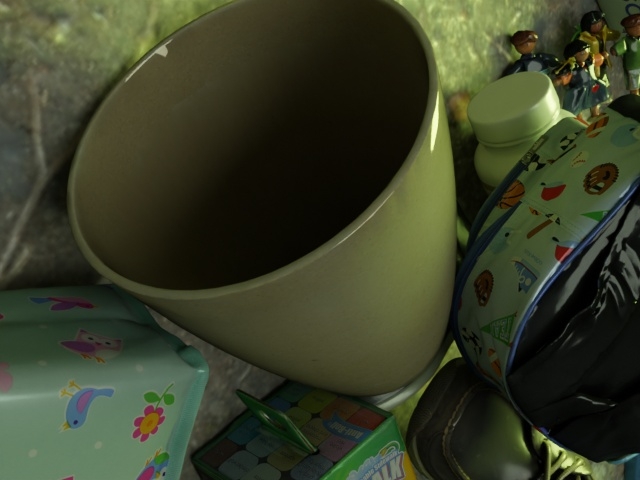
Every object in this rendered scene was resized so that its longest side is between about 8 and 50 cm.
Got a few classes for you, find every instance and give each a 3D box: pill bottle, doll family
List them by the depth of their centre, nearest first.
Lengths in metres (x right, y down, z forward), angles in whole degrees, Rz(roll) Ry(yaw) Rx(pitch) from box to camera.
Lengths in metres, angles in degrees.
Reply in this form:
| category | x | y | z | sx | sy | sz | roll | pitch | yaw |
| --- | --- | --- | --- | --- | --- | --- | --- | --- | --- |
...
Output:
| category | x | y | z | sx | sy | sz | roll | pitch | yaw |
| --- | --- | --- | --- | --- | --- | --- | --- | --- | --- |
| pill bottle | 0.216 | -0.067 | 0.884 | 0.112 | 0.112 | 0.187 | -45 | 123 | -23 |
| doll family | 0.270 | -0.182 | 0.929 | 0.193 | 0.076 | 0.111 | -30 | 121 | -27 |

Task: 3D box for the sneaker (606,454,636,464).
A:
| category | x | y | z | sx | sy | sz | roll | pitch | yaw |
| --- | --- | --- | --- | --- | --- | --- | --- | --- | --- |
| sneaker | 0.395 | 0.193 | 1.122 | 0.078 | 0.067 | 0.188 | 33 | 79 | -16 |

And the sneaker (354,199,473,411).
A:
| category | x | y | z | sx | sy | sz | roll | pitch | yaw |
| --- | --- | --- | --- | --- | --- | --- | --- | --- | --- |
| sneaker | 0.071 | 0.054 | 0.824 | 0.222 | 0.083 | 0.118 | -46 | 114 | -27 |

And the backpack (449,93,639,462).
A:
| category | x | y | z | sx | sy | sz | roll | pitch | yaw |
| --- | --- | --- | --- | --- | --- | --- | --- | --- | --- |
| backpack | 0.239 | 0.038 | 0.755 | 0.263 | 0.213 | 0.276 | -48 | 118 | -5 |

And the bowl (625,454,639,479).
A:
| category | x | y | z | sx | sy | sz | roll | pitch | yaw |
| --- | --- | --- | --- | --- | --- | --- | --- | --- | --- |
| bowl | 0.578 | 0.267 | 1.266 | 0.391 | 0.077 | 0.392 | -9 | 104 | -37 |

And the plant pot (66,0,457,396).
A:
| category | x | y | z | sx | sy | sz | roll | pitch | yaw |
| --- | --- | --- | --- | --- | --- | --- | --- | --- | --- |
| plant pot | 0.000 | 0.000 | 0.662 | 0.256 | 0.256 | 0.274 | -54 | 142 | -17 |

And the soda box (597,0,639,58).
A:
| category | x | y | z | sx | sy | sz | roll | pitch | yaw |
| --- | --- | --- | --- | --- | --- | --- | --- | --- | --- |
| soda box | 0.387 | -0.258 | 0.994 | 0.098 | 0.091 | 0.286 | -51 | 125 | -17 |

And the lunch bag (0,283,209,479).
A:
| category | x | y | z | sx | sy | sz | roll | pitch | yaw |
| --- | --- | --- | --- | --- | --- | --- | --- | --- | --- |
| lunch bag | -0.215 | 0.170 | 0.562 | 0.223 | 0.160 | 0.262 | 2 | 111 | -42 |

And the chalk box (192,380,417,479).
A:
| category | x | y | z | sx | sy | sz | roll | pitch | yaw |
| --- | --- | --- | --- | --- | --- | --- | --- | --- | --- |
| chalk box | -0.007 | 0.207 | 0.749 | 0.132 | 0.132 | 0.213 | -34 | 120 | -28 |

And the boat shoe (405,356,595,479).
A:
| category | x | y | z | sx | sy | sz | roll | pitch | yaw |
| --- | --- | --- | --- | --- | --- | --- | --- | --- | --- |
| boat shoe | 0.208 | 0.224 | 0.894 | 0.355 | 0.130 | 0.132 | 42 | 74 | -48 |
